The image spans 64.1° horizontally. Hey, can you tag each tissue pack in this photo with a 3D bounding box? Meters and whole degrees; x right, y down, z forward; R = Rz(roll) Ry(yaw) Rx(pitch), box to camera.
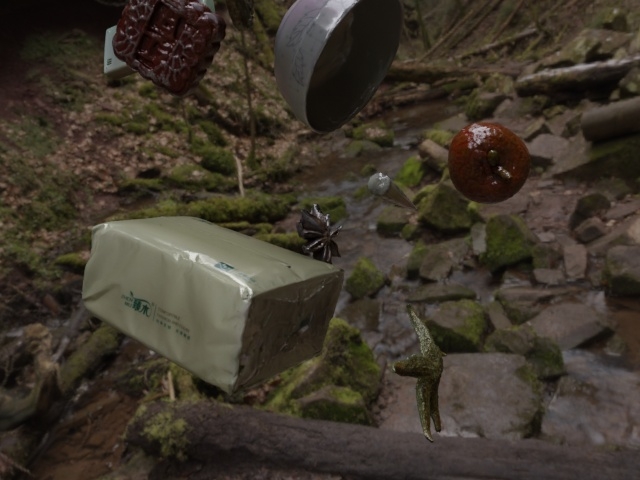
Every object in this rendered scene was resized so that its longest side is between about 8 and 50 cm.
[{"bbox_3d":[-0.195,0.094,0.931,0.381,0.207,0.297,19,13,27],"label":"tissue pack"}]

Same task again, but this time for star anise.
[{"bbox_3d":[0.000,0.000,1.384,0.065,0.182,0.195,-18,63,31],"label":"star anise"}]

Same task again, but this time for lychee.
[{"bbox_3d":[0.506,-0.233,1.555,0.256,0.255,0.300,-6,21,15],"label":"lychee"}]

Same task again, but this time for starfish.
[{"bbox_3d":[0.172,0.213,0.846,0.050,0.223,0.217,-24,-19,37],"label":"starfish"}]

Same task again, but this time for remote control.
[{"bbox_3d":[-0.422,-0.528,1.325,0.344,0.145,0.050,-7,-13,25],"label":"remote control"}]

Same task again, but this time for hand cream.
[{"bbox_3d":[0.123,-0.079,0.890,0.061,0.039,0.143,24,0,31],"label":"hand cream"}]

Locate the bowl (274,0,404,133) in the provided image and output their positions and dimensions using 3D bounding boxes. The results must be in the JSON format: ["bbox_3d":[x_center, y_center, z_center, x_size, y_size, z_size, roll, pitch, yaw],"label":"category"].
[{"bbox_3d":[0.016,-0.361,0.970,0.144,0.286,0.287,38,49,19],"label":"bowl"}]

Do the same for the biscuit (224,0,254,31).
[{"bbox_3d":[-0.128,-0.392,0.779,0.032,0.133,0.250,-6,8,2],"label":"biscuit"}]

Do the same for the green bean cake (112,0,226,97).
[{"bbox_3d":[-0.222,-0.294,0.741,0.135,0.136,0.056,-53,7,26],"label":"green bean cake"}]
